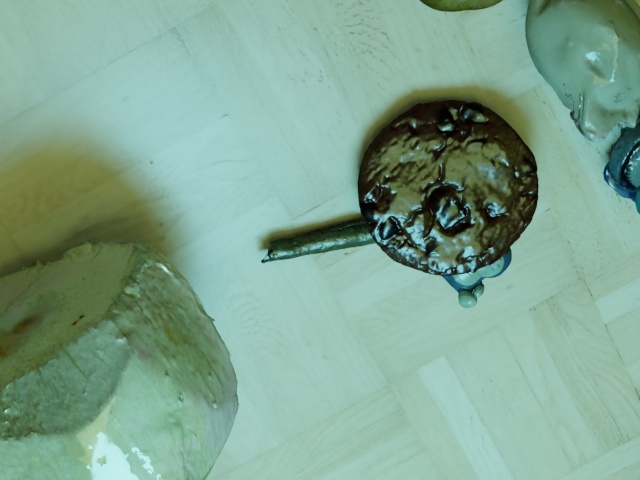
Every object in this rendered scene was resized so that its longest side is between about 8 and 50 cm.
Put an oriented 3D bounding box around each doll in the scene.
[{"bbox_3d":[0.162,0.018,1.562,0.083,0.050,0.076,-41,107,11],"label":"doll"}]

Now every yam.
[{"bbox_3d":[0.000,0.000,1.523,0.129,0.027,0.033,-11,160,-10],"label":"yam"}]

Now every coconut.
[{"bbox_3d":[-0.228,0.166,1.411,0.297,0.297,0.254,-30,119,4],"label":"coconut"}]

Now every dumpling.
[{"bbox_3d":[0.270,-0.193,1.429,0.136,0.118,0.199,-3,83,-46],"label":"dumpling"}]

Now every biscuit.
[{"bbox_3d":[0.133,-0.053,1.496,0.192,0.049,0.192,-3,104,-11],"label":"biscuit"}]

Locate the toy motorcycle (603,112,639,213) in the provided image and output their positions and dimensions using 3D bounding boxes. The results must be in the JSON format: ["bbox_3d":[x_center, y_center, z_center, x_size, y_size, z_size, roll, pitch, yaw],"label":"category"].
[{"bbox_3d":[0.422,-0.115,1.506,0.260,0.154,0.206,-38,138,8],"label":"toy motorcycle"}]

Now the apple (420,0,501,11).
[{"bbox_3d":[0.137,-0.276,1.363,0.126,0.102,0.126,-7,120,-12],"label":"apple"}]
